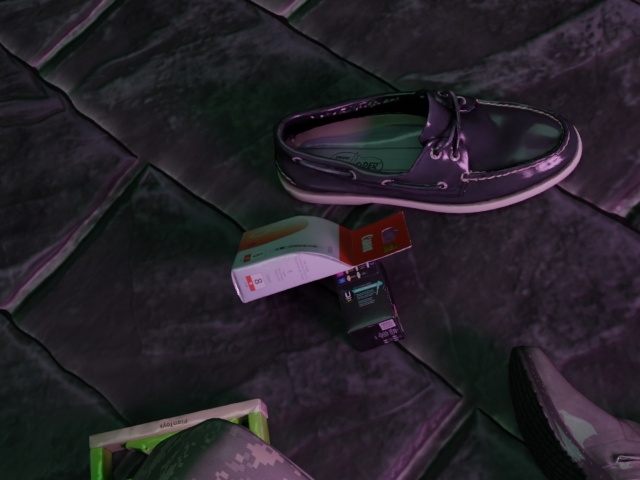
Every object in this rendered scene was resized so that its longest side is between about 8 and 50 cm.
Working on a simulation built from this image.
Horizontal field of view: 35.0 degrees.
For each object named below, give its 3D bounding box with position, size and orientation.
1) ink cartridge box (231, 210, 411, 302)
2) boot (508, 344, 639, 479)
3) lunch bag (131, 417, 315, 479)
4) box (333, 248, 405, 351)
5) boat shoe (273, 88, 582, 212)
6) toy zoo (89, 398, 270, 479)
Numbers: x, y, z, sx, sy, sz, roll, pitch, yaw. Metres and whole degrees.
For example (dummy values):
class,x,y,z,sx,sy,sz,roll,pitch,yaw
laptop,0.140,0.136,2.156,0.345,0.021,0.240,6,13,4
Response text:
class,x,y,z,sx,sy,sz,roll,pitch,yaw
ink cartridge box,0.000,0.000,1.065,0.179,0.145,0.045,-21,104,7
boot,0.288,0.183,0.932,0.161,0.083,0.246,-17,49,-13
lunch bag,-0.062,0.330,0.792,0.305,0.212,0.256,42,60,-10
box,0.049,0.062,1.058,0.052,0.062,0.083,-19,60,7
boat shoe,0.107,-0.111,1.102,0.340,0.113,0.127,2,63,16
toy zoo,-0.130,0.316,0.997,0.192,0.030,0.293,-14,61,8
